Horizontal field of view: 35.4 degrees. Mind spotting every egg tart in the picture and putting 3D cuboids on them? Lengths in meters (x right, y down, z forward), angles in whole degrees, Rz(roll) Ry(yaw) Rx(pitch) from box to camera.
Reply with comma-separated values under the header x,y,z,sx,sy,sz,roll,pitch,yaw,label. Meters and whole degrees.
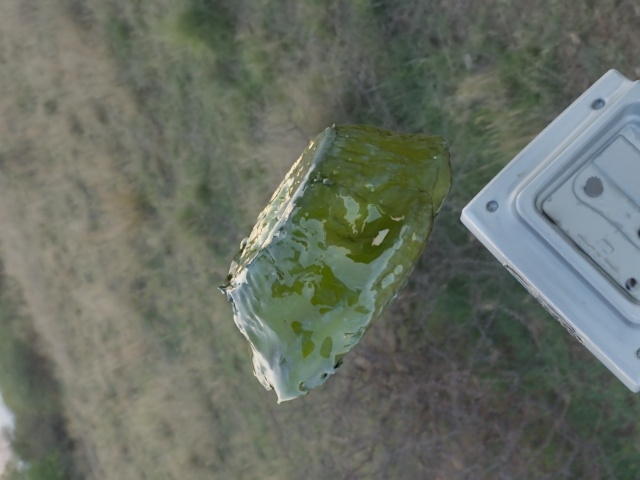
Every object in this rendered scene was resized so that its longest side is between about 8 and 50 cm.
x,y,z,sx,sy,sz,roll,pitch,yaw,label
0.000,0.000,0.617,0.078,0.197,0.197,35,165,-11,egg tart

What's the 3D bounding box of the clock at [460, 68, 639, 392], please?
x,y,z,sx,sy,sz,roll,pitch,yaw,label
0.311,-0.018,1.024,0.262,0.231,0.116,47,179,19,clock
